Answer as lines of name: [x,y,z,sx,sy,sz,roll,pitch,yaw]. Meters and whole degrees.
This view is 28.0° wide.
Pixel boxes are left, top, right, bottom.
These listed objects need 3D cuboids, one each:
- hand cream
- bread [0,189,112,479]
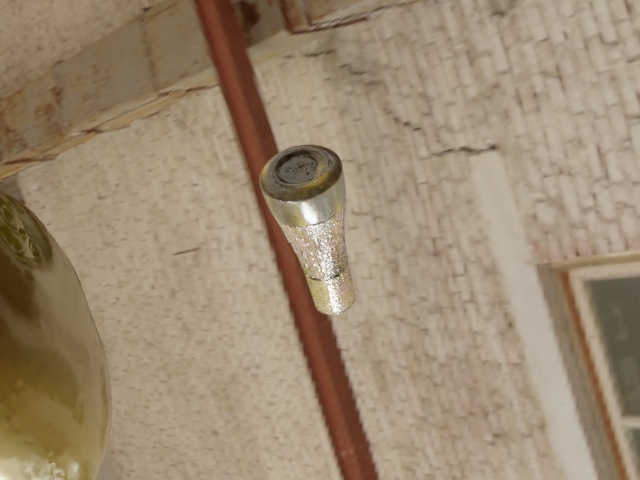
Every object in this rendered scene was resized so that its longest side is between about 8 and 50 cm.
hand cream: [0.000,0.000,1.317,0.084,0.084,0.203,-43,-42,-27]
bread: [-0.249,0.046,0.556,0.333,0.333,0.160,32,-133,-25]
